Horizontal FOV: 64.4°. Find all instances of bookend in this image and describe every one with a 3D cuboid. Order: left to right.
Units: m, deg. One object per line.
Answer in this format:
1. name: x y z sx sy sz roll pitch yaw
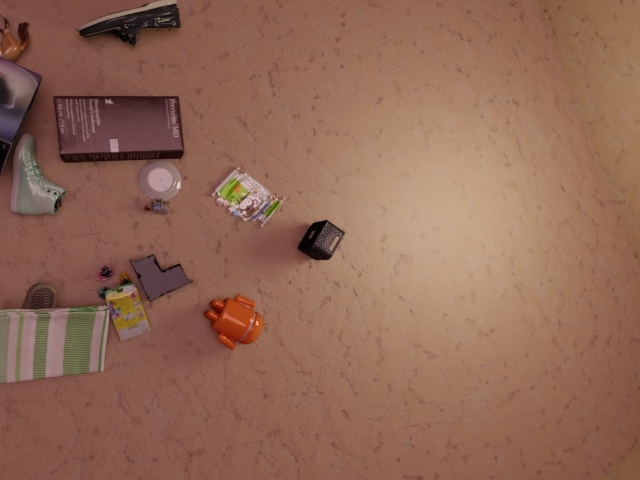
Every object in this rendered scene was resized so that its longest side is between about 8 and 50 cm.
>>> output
1. bookend: -0.541 0.104 1.727 0.156 0.072 0.157 -26 96 -20

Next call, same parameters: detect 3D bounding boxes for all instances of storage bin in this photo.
1. storage bin: 0.000 0.000 1.872 0.084 0.180 0.122 34 77 -17

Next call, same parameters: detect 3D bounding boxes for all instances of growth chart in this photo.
1. growth chart: -0.268 -0.154 1.865 0.237 0.021 0.171 35 78 -15

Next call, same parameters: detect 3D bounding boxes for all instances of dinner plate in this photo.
1. dinner plate: -0.556 -0.209 1.764 0.141 0.017 0.141 0 89 -20

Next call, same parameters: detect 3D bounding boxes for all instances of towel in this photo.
1. towel: -0.833 0.320 1.569 0.325 0.038 0.247 1 108 -33

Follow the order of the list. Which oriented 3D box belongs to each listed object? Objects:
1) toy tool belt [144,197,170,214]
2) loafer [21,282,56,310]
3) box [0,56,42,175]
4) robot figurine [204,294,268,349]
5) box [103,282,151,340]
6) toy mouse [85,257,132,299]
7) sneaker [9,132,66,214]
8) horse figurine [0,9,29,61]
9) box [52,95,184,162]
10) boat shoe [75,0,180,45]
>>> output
1. toy tool belt: -0.560 -0.121 1.747 0.084 0.052 0.051 9 54 -23
2. loafer: -0.889 0.251 1.587 0.102 0.092 0.268 16 99 -36
3. box: -1.000 -0.391 1.432 0.297 0.183 0.293 22 49 -31
4. robot figurine: -0.296 0.285 1.782 0.220 0.158 0.128 30 118 -17
5. box: -0.641 0.232 1.684 0.105 0.043 0.179 -18 109 -20
6. toy mouse: -0.703 0.141 1.683 0.143 0.031 0.160 -18 105 -21
7. sneaker: -0.877 -0.204 1.602 0.151 0.094 0.255 6 96 -14
8. horse figurine: -1.020 -0.601 1.582 0.263 0.066 0.174 -33 93 -16
9. box: -0.653 -0.364 1.670 0.382 0.143 0.190 -7 90 -22
10. boat shoe: -0.630 -0.715 1.704 0.340 0.127 0.112 -28 120 -21
